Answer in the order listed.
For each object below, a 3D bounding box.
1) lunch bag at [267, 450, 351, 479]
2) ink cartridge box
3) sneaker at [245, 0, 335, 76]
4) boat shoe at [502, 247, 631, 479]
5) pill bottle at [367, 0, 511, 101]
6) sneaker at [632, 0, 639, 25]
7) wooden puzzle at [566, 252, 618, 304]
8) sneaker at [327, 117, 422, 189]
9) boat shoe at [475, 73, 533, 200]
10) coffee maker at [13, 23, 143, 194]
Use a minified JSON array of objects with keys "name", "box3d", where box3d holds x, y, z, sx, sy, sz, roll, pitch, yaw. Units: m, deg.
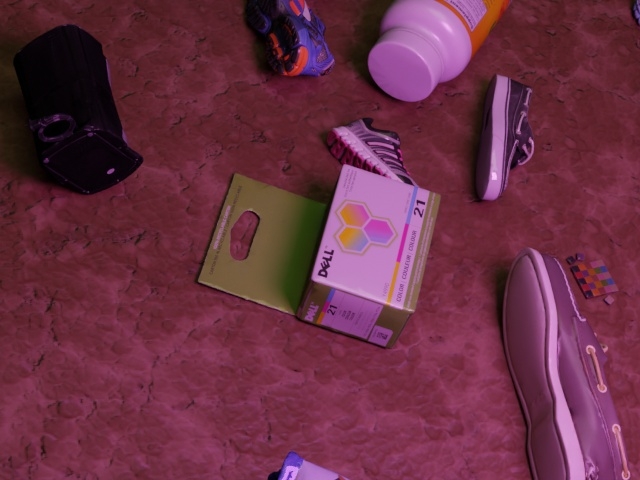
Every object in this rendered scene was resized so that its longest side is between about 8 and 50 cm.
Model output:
[{"name":"lunch bag","box3d":[0.021,0.447,1.239,0.327,0.239,0.385,27,70,3]},{"name":"ink cartridge box","box3d":[0.000,0.000,1.605,0.255,0.097,0.189,18,54,-4]},{"name":"sneaker","box3d":[-0.041,-0.302,1.816,0.087,0.083,0.221,16,44,-38]},{"name":"boat shoe","box3d":[0.297,0.161,1.571,0.096,0.116,0.324,3,60,-19]},{"name":"pill bottle","box3d":[0.166,-0.308,1.830,0.136,0.136,0.246,31,55,7]},{"name":"sneaker","box3d":[0.612,-0.315,1.964,0.283,0.122,0.110,34,55,8]},{"name":"wooden puzzle","box3d":[0.362,0.051,1.724,0.049,0.006,0.083,-11,61,-22]},{"name":"sneaker","box3d":[0.090,-0.103,1.718,0.075,0.063,0.170,-37,68,-25]},{"name":"boat shoe","box3d":[0.258,-0.141,1.780,0.070,0.078,0.219,15,53,-4]},{"name":"coffee maker","box3d":[-0.304,-0.173,1.594,0.120,0.171,0.178,-18,61,-6]}]
